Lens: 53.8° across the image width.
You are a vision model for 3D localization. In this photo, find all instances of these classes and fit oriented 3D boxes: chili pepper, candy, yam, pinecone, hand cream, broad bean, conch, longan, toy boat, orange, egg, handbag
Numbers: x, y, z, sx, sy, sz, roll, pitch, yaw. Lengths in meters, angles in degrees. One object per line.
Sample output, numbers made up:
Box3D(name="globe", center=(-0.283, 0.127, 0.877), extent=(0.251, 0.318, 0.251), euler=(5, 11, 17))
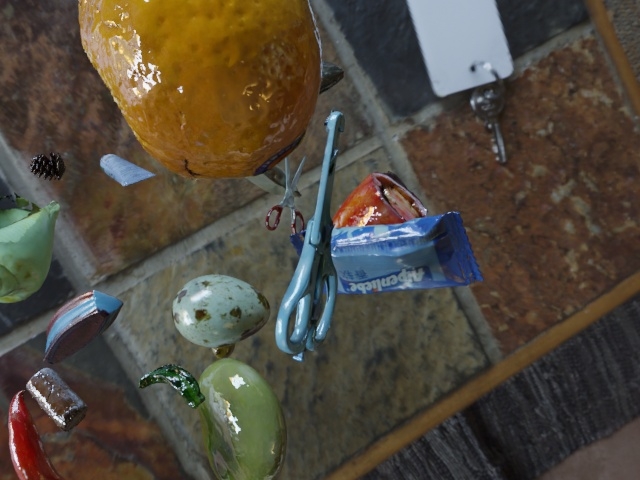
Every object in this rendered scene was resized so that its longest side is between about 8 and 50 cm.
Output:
Box3D(name="chili pepper", center=(0.150, -0.008, 1.753), extent=(0.251, 0.229, 0.305), euler=(34, 123, -6))
Box3D(name="candy", center=(0.121, 0.032, 1.176), extent=(0.331, 0.077, 0.187), euler=(-6, 133, 24))
Box3D(name="yam", center=(-0.608, 0.368, 1.462), extent=(0.141, 0.079, 0.079), euler=(42, 83, 11))
Box3D(name="pinecone", center=(-0.684, -0.184, 1.582), extent=(0.083, 0.077, 0.077), euler=(-9, 95, -16))
Box3D(name="hand cream", center=(-0.538, -0.188, 1.715), extent=(0.091, 0.271, 0.058), euler=(-23, 119, -30))
Box3D(name="chili pepper", center=(-0.696, 0.562, 1.585), extent=(0.092, 0.137, 0.368), euler=(-7, 115, 9))
Box3D(name="broad bean", center=(-0.154, 0.364, 1.218), extent=(0.119, 0.238, 0.291), euler=(-19, 119, -36))
Box3D(name="conch", center=(-0.503, -0.008, 1.001), extent=(0.143, 0.250, 0.137), euler=(-9, 137, -11))
Box3D(name="longan", center=(-0.290, 0.313, 1.856), extent=(0.075, 0.083, 0.075), euler=(7, 113, 16))
Box3D(name="toy boat", center=(-0.657, 0.242, 1.690), extent=(0.136, 0.392, 0.079), euler=(30, 44, -28))
Box3D(name="orange", center=(-0.096, -0.158, 0.540), extent=(0.219, 0.219, 0.193), euler=(43, 86, -11))
Box3D(name="egg", center=(-0.228, 0.163, 1.465), extent=(0.231, 0.169, 0.169), euler=(1, 93, -23))
Box3D(name="handbag", center=(-0.222, -0.248, 1.929), extent=(0.109, 0.316, 0.253), euler=(-50, 142, 0))
Box3D(name="chili pepper", center=(-0.239, 0.230, 1.022), extent=(0.118, 0.035, 0.055), euler=(16, 80, 11))

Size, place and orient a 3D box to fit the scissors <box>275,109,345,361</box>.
Box3D(name="scissors", center=(0.001, 0.000, 0.965), extent=(0.032, 0.180, 0.393), euler=(12, 99, 21))

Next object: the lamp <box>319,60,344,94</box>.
Box3D(name="lamp", center=(-0.071, -0.348, 1.396), extent=(0.250, 0.101, 0.101), euler=(-15, 96, 1))

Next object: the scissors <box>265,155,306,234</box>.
Box3D(name="scissors", center=(-0.091, -0.142, 1.873), extent=(0.144, 0.017, 0.248), euler=(13, 83, -42))
